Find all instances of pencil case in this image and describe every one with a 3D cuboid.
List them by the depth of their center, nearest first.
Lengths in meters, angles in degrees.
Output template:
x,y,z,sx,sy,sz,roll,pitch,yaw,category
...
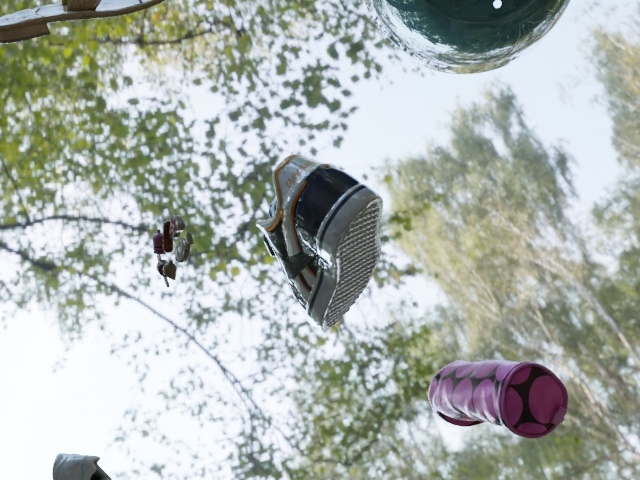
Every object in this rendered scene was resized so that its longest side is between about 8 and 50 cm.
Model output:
x,y,z,sx,sy,sz,roll,pitch,yaw,category
0.210,0.186,1.030,0.098,0.209,0.095,42,-103,-6,pencil case

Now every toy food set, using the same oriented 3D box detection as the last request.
x,y,z,sx,sy,sz,roll,pitch,yaw,category
-0.206,0.009,1.179,0.019,0.078,0.122,-5,-34,-31,toy food set

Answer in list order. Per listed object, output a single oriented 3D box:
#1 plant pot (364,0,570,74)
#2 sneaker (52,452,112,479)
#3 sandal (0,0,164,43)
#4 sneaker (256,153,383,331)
x,y,z,sx,sy,sz,roll,pitch,yaw,category
0.188,-0.352,1.069,0.293,0.235,0.293,1,-79,5,plant pot
-0.303,0.343,1.155,0.061,0.054,0.152,-7,-58,9,sneaker
-0.302,-0.319,1.096,0.240,0.088,0.079,-22,-57,-20,sandal
0.000,0.000,1.103,0.126,0.127,0.321,-45,-19,-24,sneaker
